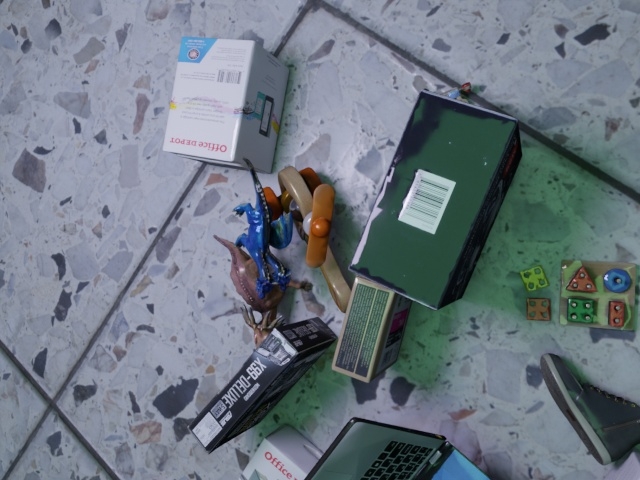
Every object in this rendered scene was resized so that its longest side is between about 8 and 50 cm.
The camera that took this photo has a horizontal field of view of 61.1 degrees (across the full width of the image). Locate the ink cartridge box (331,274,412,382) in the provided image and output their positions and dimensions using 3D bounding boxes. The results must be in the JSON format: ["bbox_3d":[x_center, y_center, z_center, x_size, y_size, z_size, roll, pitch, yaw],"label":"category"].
[{"bbox_3d":[0.119,0.171,1.128,0.088,0.234,0.193,17,95,21],"label":"ink cartridge box"}]

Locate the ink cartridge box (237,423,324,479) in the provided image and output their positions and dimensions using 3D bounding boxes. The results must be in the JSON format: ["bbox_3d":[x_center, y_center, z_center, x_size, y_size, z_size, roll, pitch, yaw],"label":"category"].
[{"bbox_3d":[-0.099,0.613,1.256,0.211,0.121,0.289,34,100,18],"label":"ink cartridge box"}]

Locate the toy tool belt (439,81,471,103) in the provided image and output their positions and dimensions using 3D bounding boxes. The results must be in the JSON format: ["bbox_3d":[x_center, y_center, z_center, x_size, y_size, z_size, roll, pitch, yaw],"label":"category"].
[{"bbox_3d":[0.295,-0.305,1.181,0.083,0.052,0.051,-20,112,23],"label":"toy tool belt"}]

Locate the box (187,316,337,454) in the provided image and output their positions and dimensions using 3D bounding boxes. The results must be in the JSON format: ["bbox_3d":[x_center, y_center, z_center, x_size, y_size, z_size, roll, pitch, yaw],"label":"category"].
[{"bbox_3d":[-0.121,0.313,1.213,0.076,0.242,0.307,44,103,17],"label":"box"}]

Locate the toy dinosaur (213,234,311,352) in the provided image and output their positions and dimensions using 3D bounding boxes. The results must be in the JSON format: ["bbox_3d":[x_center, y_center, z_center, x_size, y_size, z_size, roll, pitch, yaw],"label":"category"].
[{"bbox_3d":[-0.150,0.108,1.236,0.127,0.200,0.296,-28,102,32],"label":"toy dinosaur"}]

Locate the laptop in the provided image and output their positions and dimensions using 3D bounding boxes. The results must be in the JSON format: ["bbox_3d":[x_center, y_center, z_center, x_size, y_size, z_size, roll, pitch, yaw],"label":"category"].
[{"bbox_3d":[0.140,0.565,0.970,0.382,0.408,0.236,-56,37,12],"label":"laptop"}]

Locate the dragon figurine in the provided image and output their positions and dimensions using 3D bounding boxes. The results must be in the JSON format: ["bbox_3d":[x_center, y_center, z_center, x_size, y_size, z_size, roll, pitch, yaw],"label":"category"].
[{"bbox_3d":[-0.113,-0.025,1.142,0.144,0.085,0.289,27,118,43],"label":"dragon figurine"}]

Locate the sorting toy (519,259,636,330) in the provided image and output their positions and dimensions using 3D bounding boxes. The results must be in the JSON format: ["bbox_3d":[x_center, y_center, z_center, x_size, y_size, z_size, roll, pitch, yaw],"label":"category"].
[{"bbox_3d":[0.536,0.106,1.068,0.274,0.046,0.132,3,89,22],"label":"sorting toy"}]

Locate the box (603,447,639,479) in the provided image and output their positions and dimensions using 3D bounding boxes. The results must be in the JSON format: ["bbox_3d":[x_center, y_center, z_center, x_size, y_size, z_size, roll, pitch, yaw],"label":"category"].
[{"bbox_3d":[0.573,0.467,0.973,0.091,0.170,0.130,33,100,21],"label":"box"}]

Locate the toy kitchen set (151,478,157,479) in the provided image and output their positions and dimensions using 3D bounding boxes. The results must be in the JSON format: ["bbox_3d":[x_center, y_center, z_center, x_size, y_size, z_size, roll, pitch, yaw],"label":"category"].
[{"bbox_3d":[-0.403,0.746,1.370,0.207,0.122,0.166,20,95,21],"label":"toy kitchen set"}]

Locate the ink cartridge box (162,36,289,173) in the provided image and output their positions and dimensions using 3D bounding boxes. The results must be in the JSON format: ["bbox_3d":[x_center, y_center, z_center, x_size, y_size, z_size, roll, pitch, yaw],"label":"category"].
[{"bbox_3d":[-0.221,-0.315,1.297,0.198,0.197,0.270,12,92,21],"label":"ink cartridge box"}]

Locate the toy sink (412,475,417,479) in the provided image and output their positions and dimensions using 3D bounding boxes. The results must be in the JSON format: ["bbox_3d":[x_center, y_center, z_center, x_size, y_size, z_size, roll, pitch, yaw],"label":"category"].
[{"bbox_3d":[0.164,0.585,1.151,0.234,0.131,0.153,-46,74,16],"label":"toy sink"}]

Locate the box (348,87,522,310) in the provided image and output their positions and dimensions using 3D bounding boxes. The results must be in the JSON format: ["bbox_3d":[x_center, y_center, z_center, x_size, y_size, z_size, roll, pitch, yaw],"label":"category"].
[{"bbox_3d":[0.238,-0.065,1.048,0.179,0.312,0.343,24,97,20],"label":"box"}]

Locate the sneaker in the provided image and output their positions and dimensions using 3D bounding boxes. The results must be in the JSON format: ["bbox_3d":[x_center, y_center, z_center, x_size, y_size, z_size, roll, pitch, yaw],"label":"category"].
[{"bbox_3d":[0.532,0.306,1.057,0.118,0.083,0.222,-26,70,-2],"label":"sneaker"}]

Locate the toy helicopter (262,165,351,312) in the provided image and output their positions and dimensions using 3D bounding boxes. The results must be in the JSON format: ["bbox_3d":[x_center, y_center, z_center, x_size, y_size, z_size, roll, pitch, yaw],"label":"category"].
[{"bbox_3d":[0.000,0.000,1.203,0.140,0.235,0.355,-27,97,-14],"label":"toy helicopter"}]
